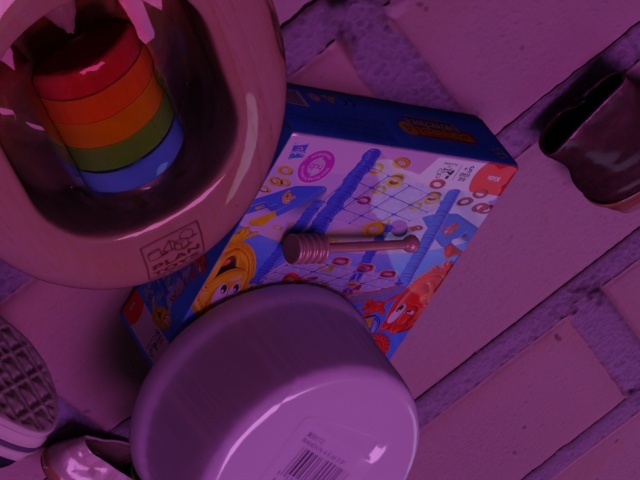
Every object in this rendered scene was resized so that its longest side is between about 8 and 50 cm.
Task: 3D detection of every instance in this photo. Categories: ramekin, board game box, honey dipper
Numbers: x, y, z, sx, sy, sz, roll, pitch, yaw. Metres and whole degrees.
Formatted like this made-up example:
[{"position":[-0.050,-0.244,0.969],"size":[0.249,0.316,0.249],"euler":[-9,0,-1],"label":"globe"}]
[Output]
[{"position":[-0.036,0.193,1.694],"size":[0.277,0.135,0.277],"euler":[-17,129,-23],"label":"ramekin"},{"position":[0.000,0.000,1.735],"size":[0.308,0.086,0.302],"euler":[5,127,-40],"label":"board game box"},{"position":[0.035,0.006,1.672],"size":[0.160,0.030,0.030],"euler":[-3,132,-37],"label":"honey dipper"}]

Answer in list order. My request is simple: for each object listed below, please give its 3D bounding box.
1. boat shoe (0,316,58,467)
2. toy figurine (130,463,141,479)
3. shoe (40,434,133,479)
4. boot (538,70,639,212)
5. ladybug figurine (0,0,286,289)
[{"position":[-0.428,0.065,1.387],"size":[0.156,0.187,0.500],"euler":[-31,135,20],"label":"boat shoe"},{"position":[-0.117,0.275,1.875],"size":[0.173,0.130,0.159],"euler":[-31,134,-29],"label":"toy figurine"},{"position":[-0.206,0.258,1.865],"size":[0.058,0.077,0.219],"euler":[-41,140,17],"label":"shoe"},{"position":[0.372,-0.134,1.866],"size":[0.248,0.090,0.207],"euler":[-40,145,13],"label":"boot"},{"position":[-0.187,-0.136,1.386],"size":[0.305,0.162,0.449],"euler":[-27,141,-11],"label":"ladybug figurine"}]
